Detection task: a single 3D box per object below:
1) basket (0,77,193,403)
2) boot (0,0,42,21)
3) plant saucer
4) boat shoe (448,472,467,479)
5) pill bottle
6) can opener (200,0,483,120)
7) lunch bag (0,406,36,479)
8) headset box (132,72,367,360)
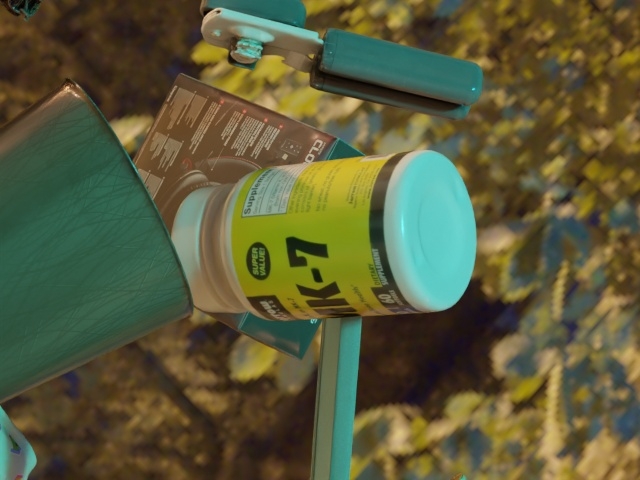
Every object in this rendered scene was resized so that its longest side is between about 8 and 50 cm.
[{"bbox_3d":[-0.218,0.031,1.130,0.154,0.227,0.204,51,-15,32],"label":"basket"},{"bbox_3d":[-0.260,-0.332,1.924,0.091,0.229,0.263,36,4,-46],"label":"boot"},{"bbox_3d":[0.011,0.133,1.409,0.067,0.018,0.192,-129,-138,-66],"label":"plant saucer"},{"bbox_3d":[0.158,0.347,2.179,0.073,0.080,0.223,48,-20,11],"label":"boat shoe"},{"bbox_3d":[0.000,0.000,1.328,0.209,0.119,0.119,-5,-55,33],"label":"pill bottle"},{"bbox_3d":[0.020,-0.186,1.705,0.280,0.093,0.074,16,-21,-7],"label":"can opener"},{"bbox_3d":[-0.399,0.242,1.706,0.160,0.223,0.262,18,-29,25],"label":"lunch bag"},{"bbox_3d":[-0.075,-0.024,1.834,0.293,0.218,0.110,24,-4,43],"label":"headset box"}]
